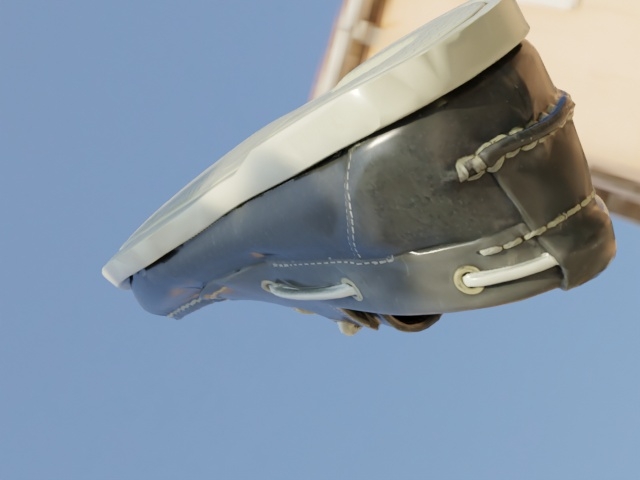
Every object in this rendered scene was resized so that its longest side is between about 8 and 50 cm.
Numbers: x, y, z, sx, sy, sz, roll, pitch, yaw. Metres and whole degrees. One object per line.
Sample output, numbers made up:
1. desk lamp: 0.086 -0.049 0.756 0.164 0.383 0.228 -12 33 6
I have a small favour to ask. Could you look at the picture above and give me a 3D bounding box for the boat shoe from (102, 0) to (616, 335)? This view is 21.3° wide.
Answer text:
1. boat shoe: 0.000 0.000 0.508 0.084 0.233 0.079 -41 -81 -27
